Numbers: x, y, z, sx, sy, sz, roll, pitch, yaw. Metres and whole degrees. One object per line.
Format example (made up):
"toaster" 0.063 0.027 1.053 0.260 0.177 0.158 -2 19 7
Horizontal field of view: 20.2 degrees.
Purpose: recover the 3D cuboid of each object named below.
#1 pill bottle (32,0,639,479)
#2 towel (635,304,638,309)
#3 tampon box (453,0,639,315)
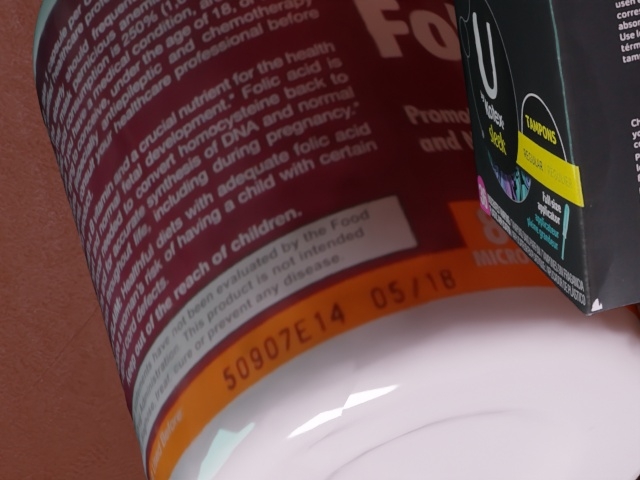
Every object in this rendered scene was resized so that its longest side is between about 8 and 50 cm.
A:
"pill bottle" -0.010 -0.042 0.856 0.224 0.224 0.392 86 166 -55
"towel" 0.103 -0.034 0.969 0.199 0.031 0.275 93 162 -61
"tampon box" 0.100 -0.079 0.553 0.120 0.101 0.161 -122 21 -70
